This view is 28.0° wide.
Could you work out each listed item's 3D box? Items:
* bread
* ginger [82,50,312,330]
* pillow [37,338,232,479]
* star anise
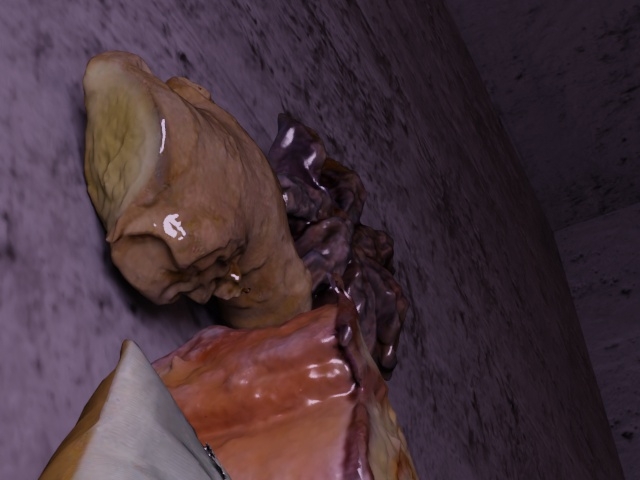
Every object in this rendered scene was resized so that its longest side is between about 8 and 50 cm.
[{"bbox_3d":[-0.001,0.144,0.559,0.190,0.123,0.244,-10,81,-81],"label":"bread"},{"bbox_3d":[-0.057,-0.018,0.684,0.213,0.074,0.137,38,44,-58],"label":"ginger"},{"bbox_3d":[-0.040,0.213,0.320,0.312,0.119,0.310,-64,137,-74],"label":"pillow"},{"bbox_3d":[0.006,0.016,0.875,0.197,0.073,0.212,64,17,-15],"label":"star anise"}]
